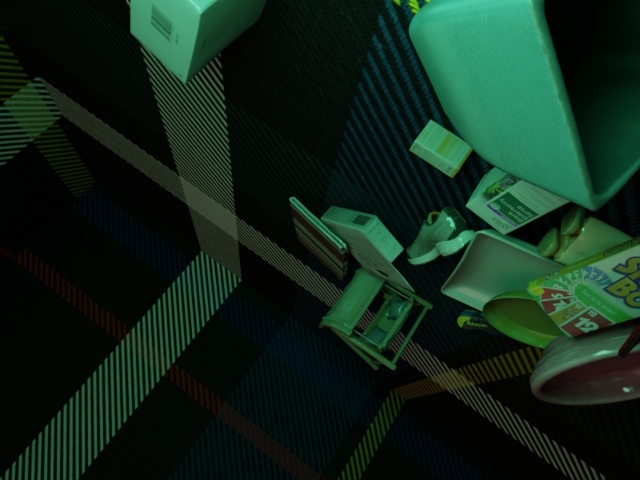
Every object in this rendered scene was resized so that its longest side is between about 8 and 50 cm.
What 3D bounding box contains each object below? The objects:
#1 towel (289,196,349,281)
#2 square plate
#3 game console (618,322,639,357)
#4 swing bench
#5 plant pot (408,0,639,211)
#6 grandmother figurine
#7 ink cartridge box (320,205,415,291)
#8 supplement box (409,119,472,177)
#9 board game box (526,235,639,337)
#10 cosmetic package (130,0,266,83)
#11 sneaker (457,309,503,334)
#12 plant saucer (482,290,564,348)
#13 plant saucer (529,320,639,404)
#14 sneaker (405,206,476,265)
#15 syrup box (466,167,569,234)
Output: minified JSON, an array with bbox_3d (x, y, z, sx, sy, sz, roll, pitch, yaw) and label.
[{"bbox_3d":[0.000,0.000,1.540,0.237,0.037,0.329,43,167,16],"label":"towel"},{"bbox_3d":[0.469,0.108,1.053,0.347,0.049,0.344,23,156,11],"label":"square plate"},{"bbox_3d":[0.538,0.128,0.712,0.085,0.124,0.144,41,143,35],"label":"game console"},{"bbox_3d":[0.175,0.241,1.546,0.255,0.253,0.165,38,158,-4],"label":"swing bench"},{"bbox_3d":[0.247,-0.228,0.541,0.247,0.248,0.252,52,170,-33],"label":"plant pot"},{"bbox_3d":[0.564,0.063,0.811,0.342,0.104,0.208,32,143,7],"label":"grandmother figurine"},{"bbox_3d":[0.141,0.017,1.336,0.239,0.060,0.275,46,170,-23],"label":"ink cartridge box"},{"bbox_3d":[0.227,-0.172,0.900,0.098,0.062,0.036,36,160,7],"label":"supplement box"},{"bbox_3d":[0.488,0.072,0.781,0.124,0.039,0.259,47,133,-6],"label":"board game box"},{"bbox_3d":[-0.193,-0.430,0.812,0.138,0.224,0.224,44,157,-9],"label":"cosmetic package"},{"bbox_3d":[0.464,0.225,1.352,0.144,0.059,0.053,11,118,20],"label":"sneaker"},{"bbox_3d":[0.485,0.174,1.060,0.241,0.037,0.241,22,156,11],"label":"plant saucer"},{"bbox_3d":[0.593,0.246,0.970,0.332,0.084,0.332,-1,145,-1],"label":"plant saucer"},{"bbox_3d":[0.273,-0.010,1.138,0.108,0.100,0.271,62,162,5],"label":"sneaker"},{"bbox_3d":[0.357,-0.101,0.799,0.093,0.096,0.237,38,157,-1],"label":"syrup box"}]
